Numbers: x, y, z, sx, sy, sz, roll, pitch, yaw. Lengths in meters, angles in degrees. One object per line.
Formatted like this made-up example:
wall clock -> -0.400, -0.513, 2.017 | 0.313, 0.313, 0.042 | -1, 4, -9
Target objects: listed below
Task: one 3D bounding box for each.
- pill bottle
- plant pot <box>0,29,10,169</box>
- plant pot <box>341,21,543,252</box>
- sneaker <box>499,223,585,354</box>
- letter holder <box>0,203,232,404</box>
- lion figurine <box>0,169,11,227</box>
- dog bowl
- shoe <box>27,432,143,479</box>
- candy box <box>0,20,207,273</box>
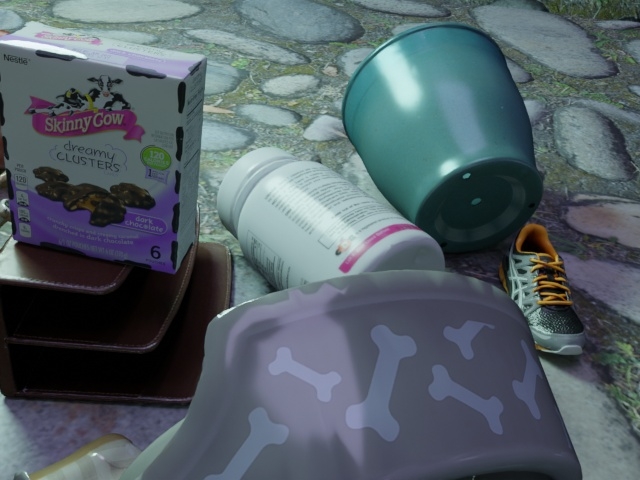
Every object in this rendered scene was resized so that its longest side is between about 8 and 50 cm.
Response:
pill bottle -> 0.000, 0.000, 0.842 | 0.160, 0.160, 0.283 | -18, 40, -33
plant pot -> -0.557, -0.221, 1.031 | 0.265, 0.273, 0.272 | 7, 32, -14
plant pot -> 0.190, -0.130, 1.008 | 0.271, 0.272, 0.255 | -3, 49, -14
sneaker -> 0.277, 0.059, 0.866 | 0.084, 0.083, 0.215 | 3, 34, -7
letter holder -> -0.209, 0.025, 0.783 | 0.214, 0.152, 0.302 | 6, 32, -4
lion figurine -> -0.431, 0.054, 0.706 | 0.142, 0.240, 0.392 | 37, 13, -12
dog bowl -> -0.001, 0.173, 0.424 | 0.348, 0.349, 0.102 | -8, 47, -20
shoe -> -0.223, 0.225, 0.533 | 0.058, 0.077, 0.219 | 23, 34, 33
candy box -> -0.197, -0.082, 0.630 | 0.164, 0.196, 0.070 | 12, 32, 3
